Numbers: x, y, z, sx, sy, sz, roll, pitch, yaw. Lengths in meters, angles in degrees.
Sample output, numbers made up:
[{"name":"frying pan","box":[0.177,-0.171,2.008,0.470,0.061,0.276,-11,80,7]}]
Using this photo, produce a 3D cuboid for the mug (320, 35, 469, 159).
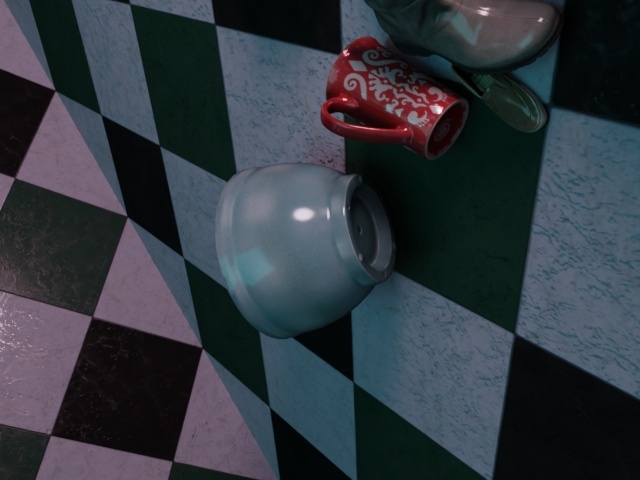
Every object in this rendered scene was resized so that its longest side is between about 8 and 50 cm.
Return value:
[{"name":"mug","box":[0.094,-0.174,0.823,0.169,0.150,0.113,37,178,26]}]

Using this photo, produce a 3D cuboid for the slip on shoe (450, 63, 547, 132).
[{"name":"slip on shoe","box":[0.214,-0.180,0.737,0.135,0.041,0.051,53,146,14]}]

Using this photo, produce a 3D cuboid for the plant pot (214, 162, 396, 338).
[{"name":"plant pot","box":[0.000,0.000,0.978,0.196,0.293,0.293,-14,103,30]}]

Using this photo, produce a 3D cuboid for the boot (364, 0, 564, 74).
[{"name":"boot","box":[0.128,-0.267,0.675,0.247,0.161,0.083,24,86,45]}]
